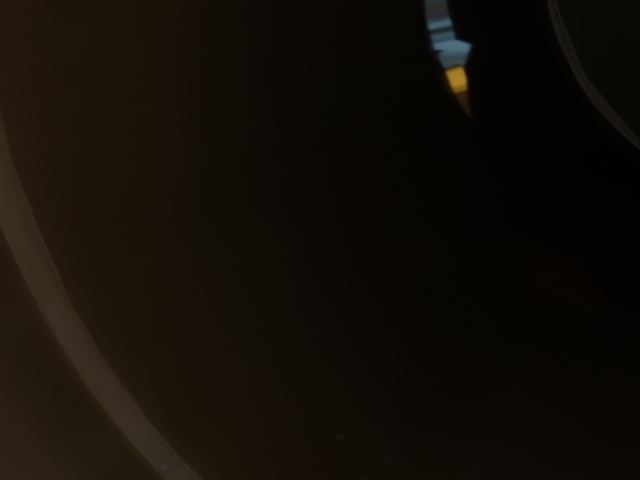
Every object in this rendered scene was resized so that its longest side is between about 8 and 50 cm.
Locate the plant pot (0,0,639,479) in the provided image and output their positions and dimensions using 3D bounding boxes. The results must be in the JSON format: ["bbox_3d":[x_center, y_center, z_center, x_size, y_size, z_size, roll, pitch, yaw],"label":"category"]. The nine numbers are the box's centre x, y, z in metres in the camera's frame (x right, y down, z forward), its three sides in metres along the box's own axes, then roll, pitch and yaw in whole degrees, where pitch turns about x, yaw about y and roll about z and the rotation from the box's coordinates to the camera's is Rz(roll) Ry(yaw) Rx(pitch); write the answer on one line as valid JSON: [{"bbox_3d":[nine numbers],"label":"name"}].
[{"bbox_3d":[0.066,-0.066,0.372,0.323,0.280,0.323,11,109,37],"label":"plant pot"}]
